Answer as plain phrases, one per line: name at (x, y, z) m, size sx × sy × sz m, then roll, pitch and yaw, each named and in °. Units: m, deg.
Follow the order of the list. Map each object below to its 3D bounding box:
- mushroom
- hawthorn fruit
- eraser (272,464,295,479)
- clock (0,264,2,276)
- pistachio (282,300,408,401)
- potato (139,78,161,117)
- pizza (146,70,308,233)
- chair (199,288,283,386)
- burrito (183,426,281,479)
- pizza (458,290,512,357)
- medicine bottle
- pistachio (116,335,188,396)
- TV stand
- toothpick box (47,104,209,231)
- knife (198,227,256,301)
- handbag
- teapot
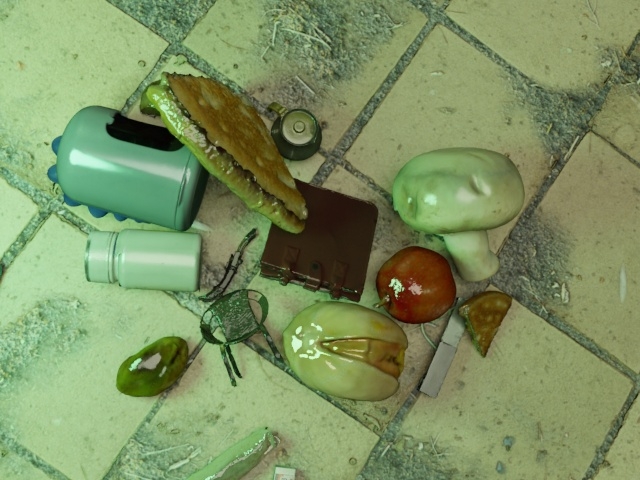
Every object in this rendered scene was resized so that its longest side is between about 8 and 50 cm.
mushroom at (0.353, -0.105, 1.635) m, size 0.356 × 0.315 × 0.315 m, roll 27°, pitch 79°, yaw -33°
hawthorn fruit at (0.209, 0.117, 1.617) m, size 0.225 × 0.196 × 0.197 m, roll -21°, pitch 86°, yaw -37°
eraser at (-0.092, 0.602, 1.617) m, size 0.052 × 0.029 × 0.122 m, roll 9°, pitch 82°, yaw -6°
clock at (-0.813, 0.109, 1.575) m, size 0.108 × 0.045 × 0.147 m, roll 13°, pitch 82°, yaw -4°
pistachio at (0.061, 0.257, 1.587) m, size 0.308 × 0.230 × 0.230 m, roll 16°, pitch 81°, yaw -22°
potato at (-0.356, -0.349, 1.668) m, size 0.171 × 0.089 × 0.101 m, roll 14°, pitch 79°, yaw -4°
pizza at (-0.217, -0.230, 1.495) m, size 0.080 × 0.391 × 0.435 m, roll -39°, pitch 59°, yaw 18°
chair at (-0.184, 0.218, 1.598) m, size 0.174 × 0.149 × 0.213 m, roll -26°, pitch 82°, yaw -5°
burrito at (-0.218, 0.536, 1.596) m, size 0.275 × 0.059 × 0.082 m, roll -37°, pitch 96°, yaw -10°
pizza at (0.421, 0.207, 1.719) m, size 0.184 × 0.036 × 0.176 m, roll -20°, pitch 114°, yaw -32°
medicine bottle at (-0.408, 0.045, 1.587) m, size 0.257 × 0.143 × 0.144 m, roll 3°, pitch 83°, yaw -8°
pistachio at (-0.388, 0.301, 1.579) m, size 0.189 × 0.100 × 0.110 m, roll -31°, pitch 84°, yaw -11°
TV stand at (0.315, 0.268, 1.706) m, size 0.048 × 0.040 × 0.257 m, roll 25°, pitch 81°, yaw -3°
toothpick box at (-0.449, -0.163, 1.566) m, size 0.354 × 0.263 × 0.263 m, roll 16°, pitch 81°, yaw -4°
knife at (-0.218, 0.066, 1.670) m, size 0.045 × 0.021 × 0.222 m, roll 36°, pitch 81°, yaw 2°
handbag at (0.000, -0.001, 1.628) m, size 0.259 × 0.084 × 0.276 m, roll 18°, pitch 55°, yaw -6°
teapot at (-0.070, -0.279, 1.682) m, size 0.130 × 0.119 × 0.166 m, roll -43°, pitch 89°, yaw -11°
